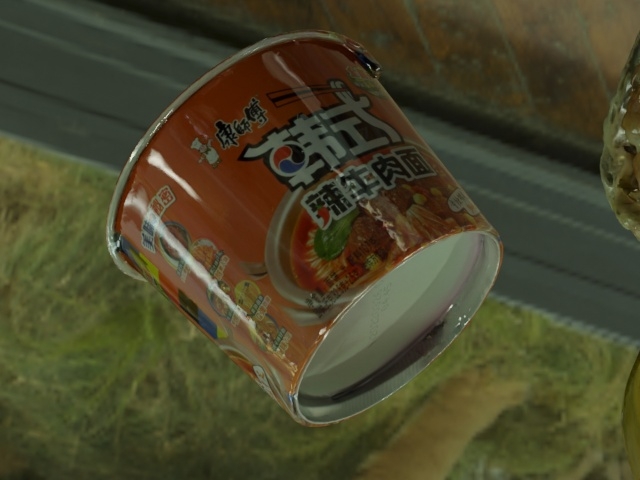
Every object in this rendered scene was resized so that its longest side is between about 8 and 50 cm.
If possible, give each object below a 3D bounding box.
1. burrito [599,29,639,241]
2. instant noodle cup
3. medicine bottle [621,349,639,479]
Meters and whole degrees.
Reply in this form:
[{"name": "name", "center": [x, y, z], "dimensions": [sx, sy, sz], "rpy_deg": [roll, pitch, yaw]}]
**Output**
[{"name": "burrito", "center": [0.260, -0.014, 0.739], "dimensions": [0.299, 0.105, 0.143], "rpy_deg": [35, 98, -22]}, {"name": "instant noodle cup", "center": [0.000, 0.000, 1.054], "dimensions": [0.250, 0.192, 0.250], "rpy_deg": [-33, 153, -20]}, {"name": "medicine bottle", "center": [0.235, 0.167, 0.357], "dimensions": [0.224, 0.384, 0.224], "rpy_deg": [-8, 142, -6]}]
